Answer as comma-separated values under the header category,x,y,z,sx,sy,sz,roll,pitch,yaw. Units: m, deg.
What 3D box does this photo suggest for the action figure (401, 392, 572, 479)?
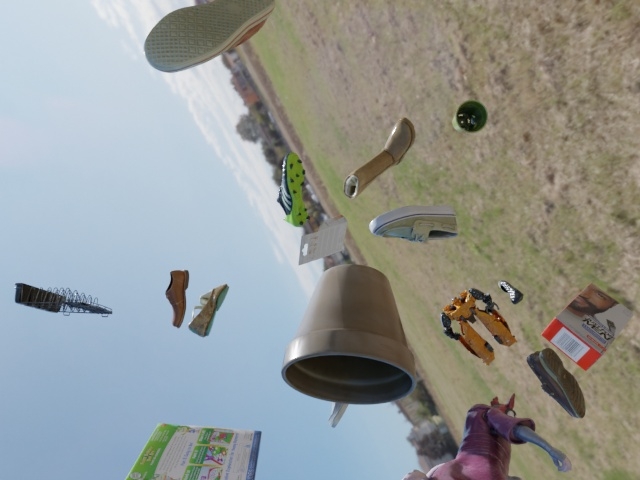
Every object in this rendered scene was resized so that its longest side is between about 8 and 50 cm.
category,x,y,z,sx,sy,sz,roll,pitch,yaw
action figure,0.299,0.434,0.975,0.370,0.276,0.248,-54,-20,-50

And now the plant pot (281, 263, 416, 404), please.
category,x,y,z,sx,sy,sz,roll,pitch,yaw
plant pot,0.078,0.223,1.277,0.323,0.323,0.280,60,-151,-49

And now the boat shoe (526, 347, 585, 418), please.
category,x,y,z,sx,sy,sz,roll,pitch,yaw
boat shoe,0.531,0.321,1.141,0.178,0.064,0.060,55,138,-3

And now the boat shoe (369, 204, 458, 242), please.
category,x,y,z,sx,sy,sz,roll,pitch,yaw
boat shoe,0.285,-0.042,1.480,0.109,0.302,0.094,-53,51,56

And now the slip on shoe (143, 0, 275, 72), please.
category,x,y,z,sx,sy,sz,roll,pitch,yaw
slip on shoe,-0.224,-0.433,1.060,0.123,0.331,0.101,44,149,0

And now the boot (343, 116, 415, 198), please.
category,x,y,z,sx,sy,sz,roll,pitch,yaw
boot,0.210,-0.288,1.809,0.089,0.269,0.236,41,151,21

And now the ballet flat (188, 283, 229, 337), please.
category,x,y,z,sx,sy,sz,roll,pitch,yaw
ballet flat,-0.314,0.183,1.417,0.206,0.067,0.073,-75,0,-59

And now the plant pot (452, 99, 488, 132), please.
category,x,y,z,sx,sy,sz,roll,pitch,yaw
plant pot,0.375,-0.310,1.304,0.083,0.083,0.079,61,178,-3

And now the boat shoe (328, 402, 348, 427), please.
category,x,y,z,sx,sy,sz,roll,pitch,yaw
boat shoe,0.062,0.501,1.673,0.081,0.227,0.079,25,145,5

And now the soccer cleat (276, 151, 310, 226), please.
category,x,y,z,sx,sy,sz,roll,pitch,yaw
soccer cleat,-0.069,-0.112,1.131,0.072,0.060,0.179,18,127,35

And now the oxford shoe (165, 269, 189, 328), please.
category,x,y,z,sx,sy,sz,roll,pitch,yaw
oxford shoe,-0.523,0.210,1.824,0.076,0.076,0.212,-5,82,55

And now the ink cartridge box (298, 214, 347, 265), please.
category,x,y,z,sx,sy,sz,roll,pitch,yaw
ink cartridge box,0.000,0.000,1.721,0.045,0.179,0.145,54,150,37

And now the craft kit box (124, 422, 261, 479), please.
category,x,y,z,sx,sy,sz,roll,pitch,yaw
craft kit box,-0.257,0.476,1.077,0.250,0.247,0.061,-105,24,-84

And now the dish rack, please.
category,x,y,z,sx,sy,sz,roll,pitch,yaw
dish rack,-0.836,0.200,1.675,0.208,0.271,0.074,56,-144,-70

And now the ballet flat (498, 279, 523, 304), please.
category,x,y,z,sx,sy,sz,roll,pitch,yaw
ballet flat,0.670,0.181,1.810,0.057,0.049,0.173,40,-173,-6

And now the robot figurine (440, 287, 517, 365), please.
category,x,y,z,sx,sy,sz,roll,pitch,yaw
robot figurine,0.558,0.302,1.820,0.291,0.211,0.085,47,-174,-13

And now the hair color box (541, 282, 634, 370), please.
category,x,y,z,sx,sy,sz,roll,pitch,yaw
hair color box,0.481,0.150,0.910,0.093,0.167,0.053,42,134,25
